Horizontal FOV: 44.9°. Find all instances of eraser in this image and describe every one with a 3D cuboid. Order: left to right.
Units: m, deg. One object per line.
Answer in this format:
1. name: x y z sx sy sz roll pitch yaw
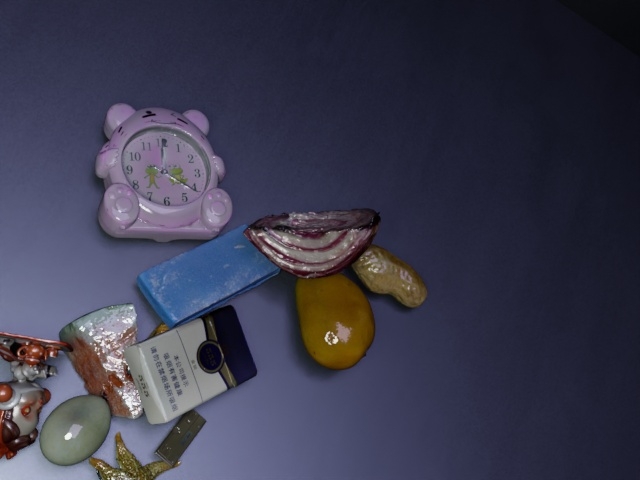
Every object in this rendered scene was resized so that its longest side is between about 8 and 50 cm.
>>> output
1. eraser: -0.244 0.075 1.733 0.312 0.042 0.144 -27 71 -37

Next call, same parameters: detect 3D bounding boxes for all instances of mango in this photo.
1. mango: 0.036 0.174 1.790 0.175 0.139 0.254 3 60 -23

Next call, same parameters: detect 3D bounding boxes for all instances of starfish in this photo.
1. starfish: -0.351 0.471 1.523 0.176 0.053 0.208 -25 86 -43

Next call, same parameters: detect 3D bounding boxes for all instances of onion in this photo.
1. onion: 0.000 0.000 1.797 0.280 0.314 0.146 -34 118 -72

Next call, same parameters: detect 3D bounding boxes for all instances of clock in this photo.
1. clock: -0.361 -0.158 1.766 0.295 0.113 0.322 1 66 -25

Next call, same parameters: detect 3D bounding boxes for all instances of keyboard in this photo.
1. keyboard: -0.285 0.402 1.588 0.049 0.015 0.129 44 44 -7

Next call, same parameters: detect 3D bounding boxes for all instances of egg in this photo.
1. egg: -0.463 0.358 1.474 0.114 0.114 0.152 45 45 -1

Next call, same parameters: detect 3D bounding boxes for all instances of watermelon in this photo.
1. watermelon: -0.423 0.251 1.571 0.154 0.094 0.241 -18 79 -25

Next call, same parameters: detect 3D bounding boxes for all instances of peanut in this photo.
1. peanut: 0.170 0.091 1.923 0.226 0.095 0.108 32 73 -14

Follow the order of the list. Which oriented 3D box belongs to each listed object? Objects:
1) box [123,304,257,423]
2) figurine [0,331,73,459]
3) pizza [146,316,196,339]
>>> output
1. box: -0.261 0.251 1.598 0.259 0.071 0.168 -22 93 -45
2. figurine: -0.566 0.294 1.433 0.160 0.183 0.226 12 75 -11
3. pizza: -0.314 0.219 1.658 0.099 0.036 0.160 46 57 0
